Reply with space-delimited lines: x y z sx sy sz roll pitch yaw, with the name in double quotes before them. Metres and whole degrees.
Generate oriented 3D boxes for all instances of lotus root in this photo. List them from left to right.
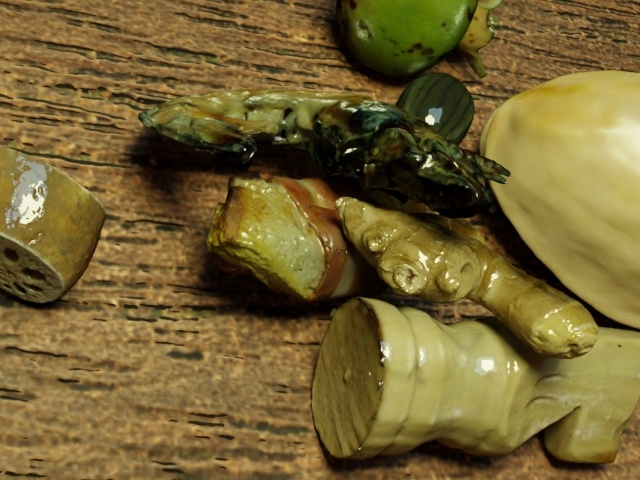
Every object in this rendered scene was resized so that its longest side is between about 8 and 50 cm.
"lotus root" -0.232 -0.014 0.856 0.122 0.112 0.081 25 56 -9

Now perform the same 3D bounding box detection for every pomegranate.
"pomegranate" 0.106 -0.249 1.166 0.220 0.156 0.156 -9 60 -53

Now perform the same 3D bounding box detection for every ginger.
"ginger" 0.115 0.032 0.875 0.214 0.059 0.133 38 23 33

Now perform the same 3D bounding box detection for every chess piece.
"chess piece" 0.151 0.120 0.931 0.300 0.137 0.137 5 56 -23

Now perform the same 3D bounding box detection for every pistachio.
"pistachio" 0.300 -0.044 1.074 0.308 0.230 0.230 31 50 3

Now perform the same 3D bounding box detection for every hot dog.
"hot dog" -0.003 0.002 0.959 0.261 0.093 0.123 -3 38 -40

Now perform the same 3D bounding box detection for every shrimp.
"shrimp" -0.013 -0.078 0.918 0.233 0.071 0.365 -5 21 -31

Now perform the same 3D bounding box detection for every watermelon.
"watermelon" 0.112 -0.123 1.122 0.078 0.078 0.111 32 50 -1
